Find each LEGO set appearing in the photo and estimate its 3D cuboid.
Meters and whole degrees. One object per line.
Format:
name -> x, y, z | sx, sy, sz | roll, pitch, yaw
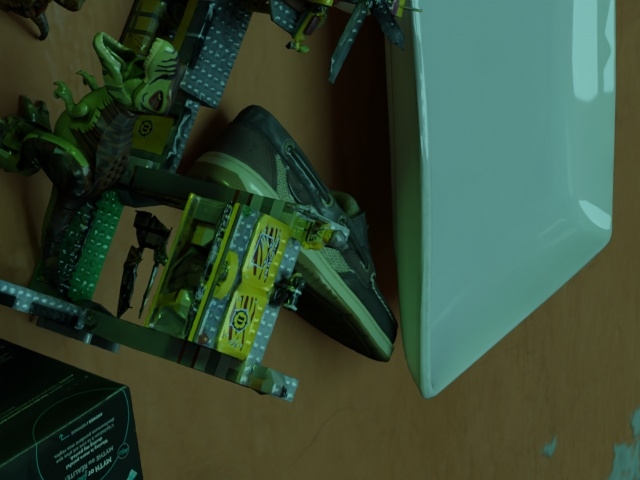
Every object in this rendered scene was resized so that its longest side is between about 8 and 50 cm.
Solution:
LEGO set -> -0.079, -0.067, 0.803 | 0.255, 0.192, 0.331 | 40, 70, -51

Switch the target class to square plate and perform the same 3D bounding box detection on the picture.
square plate -> 0.131, -0.109, 1.150 | 0.347, 0.049, 0.344 | -32, 124, -54

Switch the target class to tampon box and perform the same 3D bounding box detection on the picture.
tampon box -> -0.165, 0.156, 0.843 | 0.120, 0.101, 0.161 | -32, 127, -43

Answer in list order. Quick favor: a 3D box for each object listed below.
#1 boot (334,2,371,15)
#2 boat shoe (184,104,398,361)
boot -> 0.002, -0.224, 0.959 | 0.086, 0.069, 0.190 | -57, 138, -19
boat shoe -> -0.001, -0.001, 1.026 | 0.073, 0.080, 0.223 | -57, 136, -15
